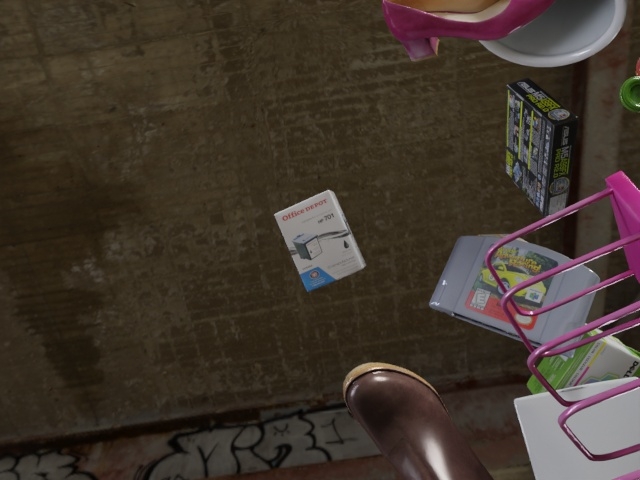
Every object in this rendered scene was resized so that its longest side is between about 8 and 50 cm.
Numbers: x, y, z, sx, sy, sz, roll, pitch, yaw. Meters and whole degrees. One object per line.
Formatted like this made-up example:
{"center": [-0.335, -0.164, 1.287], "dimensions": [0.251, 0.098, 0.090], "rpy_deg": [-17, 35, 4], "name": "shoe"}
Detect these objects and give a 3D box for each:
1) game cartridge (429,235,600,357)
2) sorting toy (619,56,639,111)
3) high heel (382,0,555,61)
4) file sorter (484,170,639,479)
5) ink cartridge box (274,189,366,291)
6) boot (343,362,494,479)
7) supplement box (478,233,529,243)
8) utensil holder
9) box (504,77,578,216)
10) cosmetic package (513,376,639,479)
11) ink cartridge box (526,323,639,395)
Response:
{"center": [0.394, 0.097, 1.073], "dimensions": [0.196, 0.294, 0.060], "rpy_deg": [-62, -33, -17], "name": "game cartridge"}
{"center": [0.463, -0.220, 0.748], "dimensions": [0.061, 0.042, 0.102], "rpy_deg": [35, -94, 5], "name": "sorting toy"}
{"center": [0.216, -0.354, 0.768], "dimensions": [0.244, 0.082, 0.117], "rpy_deg": [-7, -34, 34], "name": "high heel"}
{"center": [0.324, 0.120, 0.558], "dimensions": [0.182, 0.290, 0.202], "rpy_deg": [-29, -46, 18], "name": "file sorter"}
{"center": [0.000, 0.000, 1.175], "dimensions": [0.140, 0.082, 0.190], "rpy_deg": [-24, -90, 9], "name": "ink cartridge box"}
{"center": [0.130, 0.250, 0.531], "dimensions": [0.090, 0.207, 0.248], "rpy_deg": [-41, -69, 7], "name": "boot"}
{"center": [0.417, 0.012, 1.199], "dimensions": [0.099, 0.062, 0.036], "rpy_deg": [-1, -68, -18], "name": "supplement box"}
{"center": [0.547, -0.654, 1.185], "dimensions": [0.328, 0.328, 0.385], "rpy_deg": [27, -106, -13], "name": "utensil holder"}
{"center": [0.527, -0.225, 1.272], "dimensions": [0.060, 0.216, 0.270], "rpy_deg": [-17, -49, 0], "name": "box"}
{"center": [0.501, 0.448, 0.904], "dimensions": [0.217, 0.384, 0.156], "rpy_deg": [-17, -25, 22], "name": "cosmetic package"}
{"center": [0.617, 0.310, 1.128], "dimensions": [0.255, 0.097, 0.188], "rpy_deg": [26, -77, -7], "name": "ink cartridge box"}
